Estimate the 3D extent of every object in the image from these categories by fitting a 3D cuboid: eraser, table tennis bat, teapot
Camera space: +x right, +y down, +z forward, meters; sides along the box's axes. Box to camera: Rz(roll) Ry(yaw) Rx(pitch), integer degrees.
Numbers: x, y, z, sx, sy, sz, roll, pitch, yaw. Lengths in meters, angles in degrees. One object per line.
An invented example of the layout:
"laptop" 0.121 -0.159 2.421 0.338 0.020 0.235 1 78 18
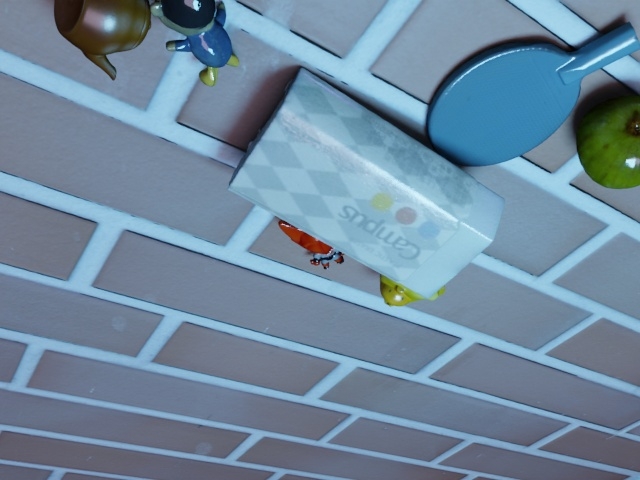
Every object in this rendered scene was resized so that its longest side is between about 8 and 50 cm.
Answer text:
"eraser" 0.077 -0.074 0.952 0.396 0.082 0.213 30 127 -15
"table tennis bat" 0.320 -0.225 0.924 0.329 0.044 0.215 -29 132 25
"teapot" -0.257 -0.287 0.739 0.116 0.116 0.173 13 107 -21

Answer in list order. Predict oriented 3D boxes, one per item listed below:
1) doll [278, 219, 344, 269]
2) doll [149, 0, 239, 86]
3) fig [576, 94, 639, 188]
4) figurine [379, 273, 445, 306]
"doll" 0.000 0.000 1.113 0.109 0.057 0.169 -18 136 9
"doll" -0.161 -0.282 0.767 0.102 0.089 0.179 -45 154 -19
"fig" 0.481 -0.158 0.974 0.148 0.186 0.142 -30 92 -7
"figurine" 0.189 0.029 1.127 0.156 0.131 0.246 38 131 4
